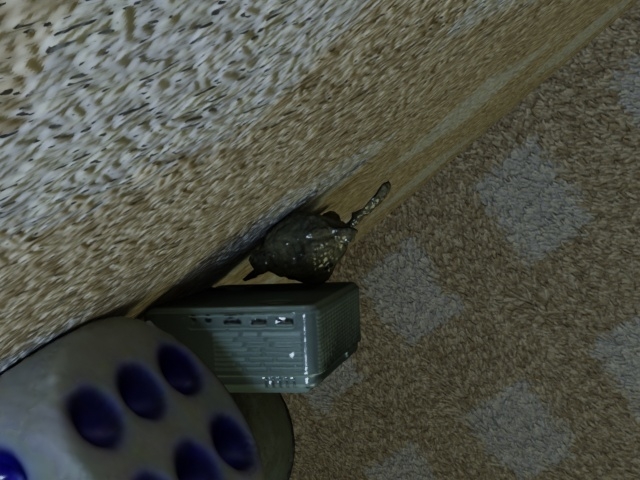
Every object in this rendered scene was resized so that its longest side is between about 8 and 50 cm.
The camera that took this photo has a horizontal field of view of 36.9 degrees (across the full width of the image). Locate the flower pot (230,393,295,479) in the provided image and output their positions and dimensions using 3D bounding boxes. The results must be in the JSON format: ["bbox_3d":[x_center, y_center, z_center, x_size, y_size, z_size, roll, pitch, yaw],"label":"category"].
[{"bbox_3d":[-0.191,0.270,1.257,0.294,0.293,0.330,-38,169,-5],"label":"flower pot"}]

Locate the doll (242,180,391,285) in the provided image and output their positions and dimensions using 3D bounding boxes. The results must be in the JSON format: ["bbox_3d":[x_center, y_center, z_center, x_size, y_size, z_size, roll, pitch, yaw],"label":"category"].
[{"bbox_3d":[-0.017,0.006,1.210,0.203,0.091,0.286,-19,-178,-20],"label":"doll"}]

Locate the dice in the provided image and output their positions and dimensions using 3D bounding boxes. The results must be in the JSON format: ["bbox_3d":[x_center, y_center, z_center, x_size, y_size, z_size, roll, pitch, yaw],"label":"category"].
[{"bbox_3d":[-0.212,0.230,0.823,0.251,0.243,0.259,-39,173,18],"label":"dice"}]

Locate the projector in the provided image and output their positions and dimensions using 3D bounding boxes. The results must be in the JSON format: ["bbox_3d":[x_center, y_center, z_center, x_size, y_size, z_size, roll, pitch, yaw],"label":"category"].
[{"bbox_3d":[-0.068,0.107,1.085,0.192,0.099,0.257,-1,-177,12],"label":"projector"}]
